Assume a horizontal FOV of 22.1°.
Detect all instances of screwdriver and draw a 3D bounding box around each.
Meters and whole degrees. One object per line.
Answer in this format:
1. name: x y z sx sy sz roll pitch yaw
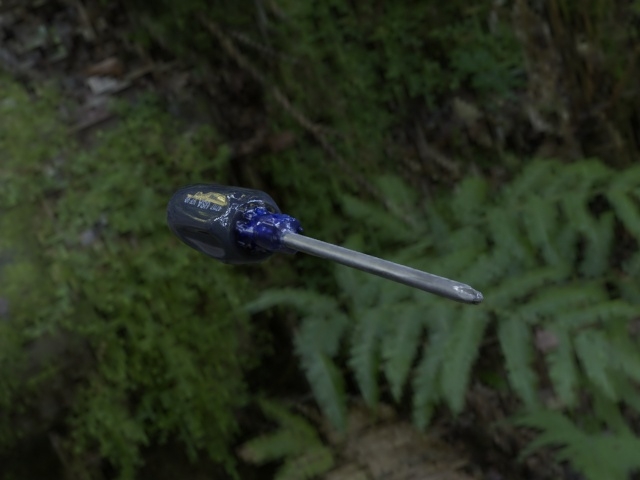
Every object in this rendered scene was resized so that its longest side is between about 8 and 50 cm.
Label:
1. screwdriver: 0.000 0.000 0.437 0.025 0.024 0.170 -32 20 -25
